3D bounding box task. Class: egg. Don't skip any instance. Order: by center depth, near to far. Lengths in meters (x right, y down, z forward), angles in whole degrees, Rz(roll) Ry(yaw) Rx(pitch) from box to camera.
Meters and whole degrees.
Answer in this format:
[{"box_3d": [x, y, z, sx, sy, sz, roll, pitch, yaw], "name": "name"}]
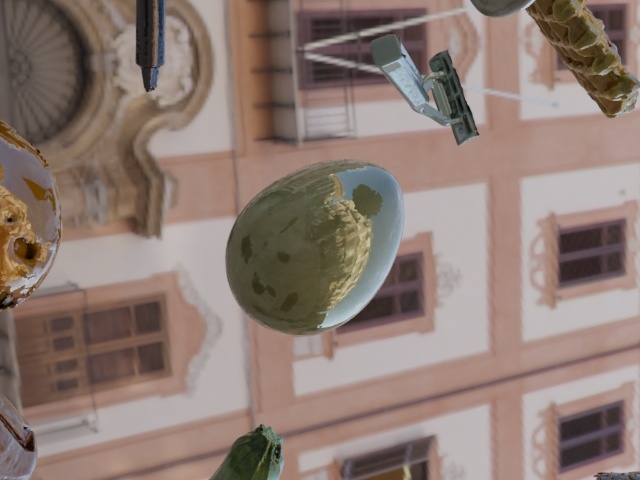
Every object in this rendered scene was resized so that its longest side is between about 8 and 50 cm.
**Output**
[{"box_3d": [0.000, 0.000, 1.486, 0.218, 0.295, 0.218, 39, -19, 16], "name": "egg"}]

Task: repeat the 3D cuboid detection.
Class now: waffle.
[{"box_3d": [0.331, -0.293, 1.428, 0.065, 0.283, 0.309, -33, -122, 13], "name": "waffle"}]

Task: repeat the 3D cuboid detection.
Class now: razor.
[{"box_3d": [0.100, -0.170, 1.131, 0.056, 0.278, 0.111, -21, -100, 19], "name": "razor"}]

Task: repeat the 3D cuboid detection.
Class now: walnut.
[{"box_3d": [-0.434, 0.245, 1.311, 0.137, 0.137, 0.245, 42, -14, 48], "name": "walnut"}]

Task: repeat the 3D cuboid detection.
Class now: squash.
[{"box_3d": [-0.102, 0.299, 1.293, 0.219, 0.068, 0.077, -56, -152, 39], "name": "squash"}]

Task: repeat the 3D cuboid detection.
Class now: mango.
[{"box_3d": [-0.298, -0.045, 0.845, 0.249, 0.156, 0.151, 51, -13, 41], "name": "mango"}]

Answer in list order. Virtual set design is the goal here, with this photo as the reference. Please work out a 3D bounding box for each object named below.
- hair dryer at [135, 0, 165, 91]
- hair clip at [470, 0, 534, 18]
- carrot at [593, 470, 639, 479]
[{"box_3d": [-0.170, -0.283, 1.153, 0.070, 0.114, 0.248, 23, -58, 38], "name": "hair dryer"}, {"box_3d": [0.169, -0.329, 0.985, 0.172, 0.113, 0.282, 35, -10, 24], "name": "hair clip"}, {"box_3d": [0.414, 0.272, 1.127, 0.070, 0.260, 0.070, -179, -90, -87], "name": "carrot"}]
